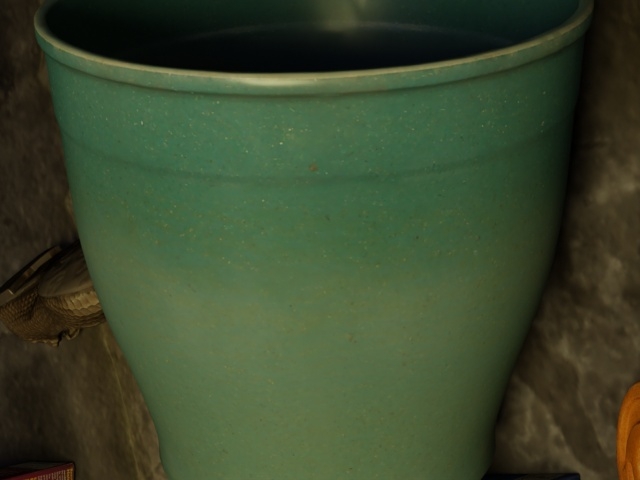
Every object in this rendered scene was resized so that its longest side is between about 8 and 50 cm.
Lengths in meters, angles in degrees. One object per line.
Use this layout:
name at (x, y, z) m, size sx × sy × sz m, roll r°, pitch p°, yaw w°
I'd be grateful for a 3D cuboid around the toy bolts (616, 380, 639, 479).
toy bolts at (0.250, 0.078, 0.799) m, size 0.218 × 0.158 × 0.228 m, roll -127°, pitch 34°, yaw -71°

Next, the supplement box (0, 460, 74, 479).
supplement box at (-0.207, 0.181, 1.158) m, size 0.043 × 0.083 × 0.055 m, roll -1°, pitch 93°, yaw 38°

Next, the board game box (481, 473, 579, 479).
board game box at (0.044, 0.309, 0.977) m, size 0.233 × 0.078 × 0.347 m, roll -5°, pitch 90°, yaw 38°

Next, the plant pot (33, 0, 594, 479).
plant pot at (0.000, 0.000, 0.886) m, size 0.271 × 0.271 × 0.255 m, roll 14°, pitch 116°, yaw 36°

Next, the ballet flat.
ballet flat at (-0.146, 0.033, 1.069) m, size 0.058 × 0.084 × 0.250 m, roll 52°, pitch 155°, yaw -10°
